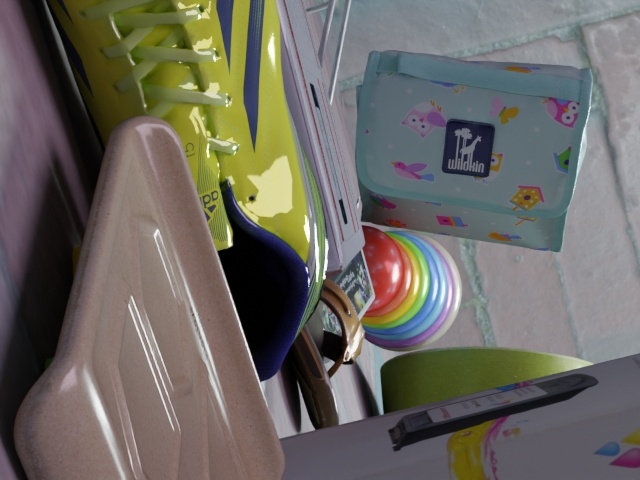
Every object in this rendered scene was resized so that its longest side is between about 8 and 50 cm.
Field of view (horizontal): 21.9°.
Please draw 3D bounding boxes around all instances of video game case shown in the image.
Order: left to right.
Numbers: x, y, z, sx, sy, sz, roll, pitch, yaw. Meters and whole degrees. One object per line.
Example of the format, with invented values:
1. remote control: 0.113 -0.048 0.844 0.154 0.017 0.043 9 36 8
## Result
1. video game case: 0.000 0.000 1.471 0.190 0.022 0.173 -49 125 -70

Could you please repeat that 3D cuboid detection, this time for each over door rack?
1. over door rack: -0.016 -0.177 1.675 0.239 0.108 0.324 -25 115 -85

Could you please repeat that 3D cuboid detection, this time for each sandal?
1. sandal: 0.004 0.066 1.276 0.219 0.060 0.090 -94 168 -68

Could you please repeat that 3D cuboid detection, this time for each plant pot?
1. plant pot: 0.199 0.299 1.918 0.275 0.275 0.293 64 28 -69

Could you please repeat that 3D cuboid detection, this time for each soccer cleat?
1. soccer cleat: -0.059 -0.055 0.705 0.121 0.093 0.289 -85 161 -45

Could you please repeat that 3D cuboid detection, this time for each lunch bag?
1. lunch bag: 0.148 -0.099 1.620 0.262 0.223 0.160 82 18 -71

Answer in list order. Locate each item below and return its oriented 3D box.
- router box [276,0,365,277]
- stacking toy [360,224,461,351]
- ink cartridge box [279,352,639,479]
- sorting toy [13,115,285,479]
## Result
1. router box: -0.055 -0.138 1.061 0.301 0.082 0.335 -26 101 -86
2. stacking toy: 0.067 0.046 1.776 0.330 0.141 0.141 25 51 -78
3. ink cartridge box: 0.131 0.191 0.881 0.131 0.306 0.226 -61 136 -84
4. sorting toy: -0.060 0.079 0.610 0.208 0.038 0.193 -82 159 -61
